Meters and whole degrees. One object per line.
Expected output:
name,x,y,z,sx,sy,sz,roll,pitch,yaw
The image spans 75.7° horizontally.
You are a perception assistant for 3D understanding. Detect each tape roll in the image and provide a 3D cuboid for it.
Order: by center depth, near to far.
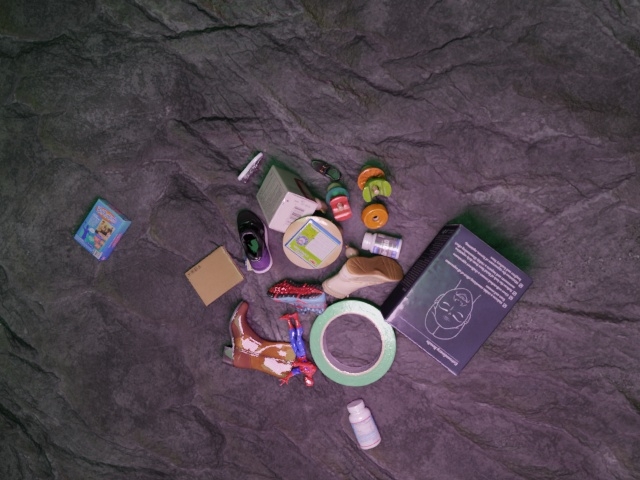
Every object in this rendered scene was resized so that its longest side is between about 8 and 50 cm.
tape roll,0.123,0.378,1.548,0.321,0.077,0.321,0,91,10

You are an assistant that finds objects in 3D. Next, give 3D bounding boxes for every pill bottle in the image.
pill bottle,0.226,0.016,1.516,0.137,0.078,0.078,13,94,10
pill bottle,0.159,0.686,1.544,0.087,0.087,0.160,-23,87,10

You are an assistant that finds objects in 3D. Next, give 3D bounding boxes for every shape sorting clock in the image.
shape sorting clock,-0.027,0.009,1.430,0.206,0.040,0.206,-2,115,-4

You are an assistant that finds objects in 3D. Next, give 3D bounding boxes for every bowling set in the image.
bowling set,0.000,0.000,1.520,0.200,0.154,0.287,-38,84,9

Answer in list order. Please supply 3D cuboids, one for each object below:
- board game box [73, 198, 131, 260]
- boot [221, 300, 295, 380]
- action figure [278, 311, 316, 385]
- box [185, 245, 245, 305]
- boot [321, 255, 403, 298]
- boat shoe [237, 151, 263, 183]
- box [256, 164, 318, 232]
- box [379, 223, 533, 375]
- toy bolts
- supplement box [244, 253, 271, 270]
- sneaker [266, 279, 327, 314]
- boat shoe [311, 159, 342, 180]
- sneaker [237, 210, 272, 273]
board game box,-0.925,-0.046,1.745,0.160,0.047,0.210,39,98,8
boot,-0.222,0.389,1.607,0.280,0.096,0.264,12,81,4
action figure,-0.105,0.425,1.538,0.091,0.139,0.280,-22,89,47
box,-0.430,0.144,1.672,0.201,0.021,0.164,-36,85,9
boot,0.155,0.143,1.517,0.203,0.262,0.095,-44,51,45
boat shoe,-0.268,-0.284,1.620,0.040,0.049,0.142,41,100,-12
box,-0.126,-0.144,1.479,0.127,0.232,0.148,19,114,-31
box,0.439,0.187,1.387,0.293,0.212,0.395,38,92,2
toy bolts,0.135,-0.159,1.527,0.229,0.158,0.218,-14,130,0
supplement box,-0.241,0.084,1.603,0.083,0.083,0.056,-3,91,11
sneaker,-0.092,0.231,1.552,0.262,0.104,0.125,4,125,37
boat shoe,0.021,-0.269,1.566,0.133,0.042,0.049,31,99,10
sneaker,-0.255,-0.024,1.536,0.107,0.124,0.283,-24,57,-3
